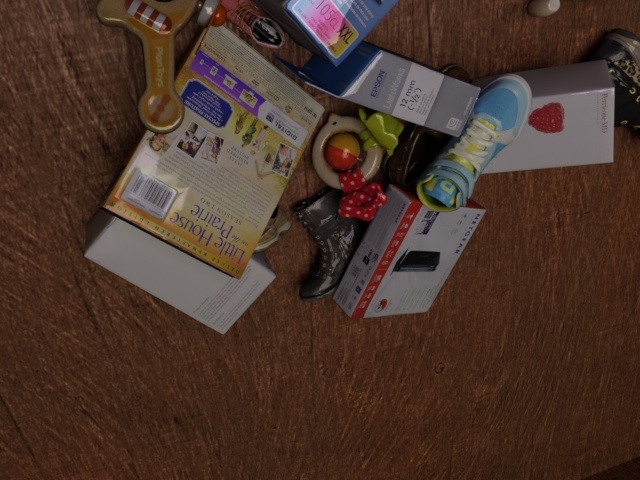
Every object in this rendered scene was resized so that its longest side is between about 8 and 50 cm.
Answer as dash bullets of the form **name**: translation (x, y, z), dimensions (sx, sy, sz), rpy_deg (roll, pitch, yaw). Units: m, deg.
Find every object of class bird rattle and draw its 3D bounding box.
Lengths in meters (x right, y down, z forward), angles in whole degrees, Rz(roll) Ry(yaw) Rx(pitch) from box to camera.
- **bird rattle**: translation (0.077, -0.179, 1.264), dimensions (0.143, 0.207, 0.253), rpy_deg (-15, 128, -60)

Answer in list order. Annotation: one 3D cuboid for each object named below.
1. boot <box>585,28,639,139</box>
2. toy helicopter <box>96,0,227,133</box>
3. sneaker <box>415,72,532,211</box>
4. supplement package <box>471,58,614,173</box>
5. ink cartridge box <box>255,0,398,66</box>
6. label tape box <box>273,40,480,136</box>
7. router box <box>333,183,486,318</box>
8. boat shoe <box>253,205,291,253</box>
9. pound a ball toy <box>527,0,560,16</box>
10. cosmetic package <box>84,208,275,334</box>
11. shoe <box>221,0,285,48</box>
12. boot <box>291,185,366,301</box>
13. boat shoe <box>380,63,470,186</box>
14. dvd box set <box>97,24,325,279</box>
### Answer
- **boot**: translation (0.736, -0.305, 1.452), dimensions (0.284, 0.138, 0.377), rpy_deg (-40, 119, 2)
- **toy helicopter**: translation (-0.268, -0.367, 0.995), dimensions (0.235, 0.140, 0.355), rpy_deg (-3, 97, -20)
- **sneaker**: translation (0.311, -0.178, 1.169), dimensions (0.127, 0.208, 0.319), rpy_deg (33, 137, 8)
- **supplement package**: translation (0.494, -0.277, 1.280), dimensions (0.293, 0.175, 0.177), rpy_deg (-3, 124, 22)
- **ink cartridge box**: translation (0.078, -0.530, 1.015), dimensions (0.395, 0.270, 0.151), rpy_deg (-47, 124, 8)
- **label tape box**: translation (0.106, -0.336, 1.140), dimensions (0.347, 0.249, 0.115), rpy_deg (14, 111, -26)
- **router box**: translation (0.224, 0.033, 1.412), dimensions (0.301, 0.082, 0.335), rpy_deg (1, 122, -41)
- **boat shoe**: translation (-0.127, -0.030, 1.273), dimensions (0.068, 0.190, 0.072), rpy_deg (-11, 107, 18)
- **pound a ball toy**: translation (0.599, -0.648, 1.223), dimensions (0.208, 0.136, 0.319), rpy_deg (-6, 118, -17)
- **cosmetic package**: translation (-0.302, 0.024, 1.240), dimensions (0.197, 0.155, 0.365), rpy_deg (-46, 121, 7)
- **shoe**: translation (-0.145, -0.439, 1.094), dimensions (0.178, 0.081, 0.063), rpy_deg (32, 103, -30)
- **boot**: translation (0.000, 0.000, 1.388), dimensions (0.263, 0.091, 0.229), rpy_deg (-40, 118, -3)
- **boat shoe**: translation (0.265, -0.260, 1.324), dimensions (0.110, 0.104, 0.307), rpy_deg (21, 108, -28)
- **dvd box set**: translation (-0.198, -0.174, 1.126), dimensions (0.307, 0.062, 0.420), rpy_deg (31, 77, -31)
